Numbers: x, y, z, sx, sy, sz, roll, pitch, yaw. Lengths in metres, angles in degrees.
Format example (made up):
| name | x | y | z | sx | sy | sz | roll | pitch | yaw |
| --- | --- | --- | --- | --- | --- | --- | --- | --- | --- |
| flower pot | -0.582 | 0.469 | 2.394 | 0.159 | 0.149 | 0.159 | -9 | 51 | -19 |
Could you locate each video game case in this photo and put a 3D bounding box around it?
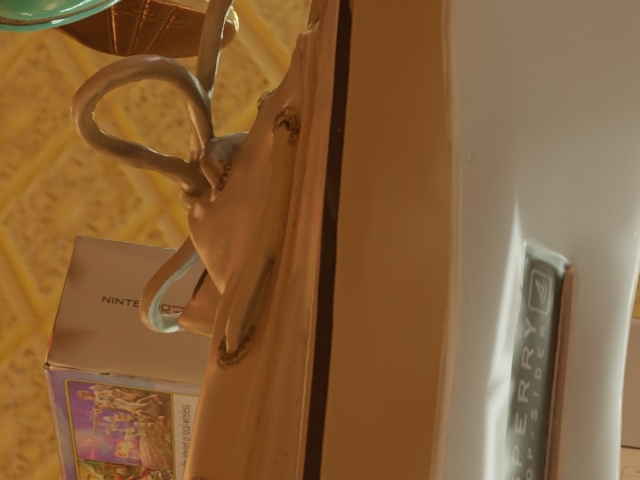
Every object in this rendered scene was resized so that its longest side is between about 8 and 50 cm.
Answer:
| name | x | y | z | sx | sy | sz | roll | pitch | yaw |
| --- | --- | --- | --- | --- | --- | --- | --- | --- | --- |
| video game case | 0.021 | 0.102 | 0.812 | 0.244 | 0.269 | 0.061 | 7 | -121 | 1 |

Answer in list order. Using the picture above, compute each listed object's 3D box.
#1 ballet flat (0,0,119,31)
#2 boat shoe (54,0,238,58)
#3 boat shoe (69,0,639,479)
| name | x | y | z | sx | sy | sz | roll | pitch | yaw |
| --- | --- | --- | --- | --- | --- | --- | --- | --- | --- |
| ballet flat | -0.071 | -0.167 | 0.837 | 0.083 | 0.247 | 0.087 | 34 | -53 | 12 |
| boat shoe | -0.243 | -0.271 | 1.982 | 0.121 | 0.341 | 0.110 | 126 | -27 | -59 |
| boat shoe | 0.005 | 0.004 | 0.553 | 0.156 | 0.136 | 0.367 | -4 | -106 | 37 |
